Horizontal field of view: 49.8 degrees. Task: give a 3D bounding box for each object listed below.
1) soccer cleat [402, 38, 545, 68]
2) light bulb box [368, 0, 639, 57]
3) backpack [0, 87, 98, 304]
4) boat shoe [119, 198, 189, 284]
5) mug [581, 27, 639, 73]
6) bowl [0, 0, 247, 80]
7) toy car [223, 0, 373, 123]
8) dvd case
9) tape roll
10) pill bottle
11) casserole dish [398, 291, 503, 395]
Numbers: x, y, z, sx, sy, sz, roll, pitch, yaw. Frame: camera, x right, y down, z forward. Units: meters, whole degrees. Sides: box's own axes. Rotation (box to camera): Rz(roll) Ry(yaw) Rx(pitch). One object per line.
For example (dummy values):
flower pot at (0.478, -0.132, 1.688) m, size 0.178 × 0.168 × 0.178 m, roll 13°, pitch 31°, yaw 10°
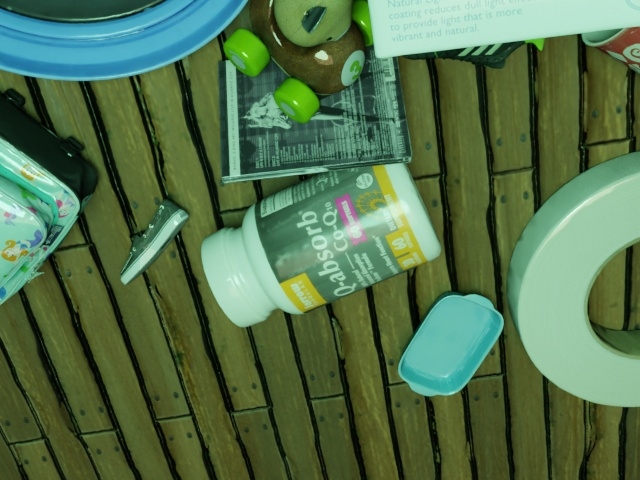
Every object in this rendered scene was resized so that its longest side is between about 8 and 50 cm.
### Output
soccer cleat at (0.185, -0.236, 0.829) m, size 0.178 × 0.060 × 0.072 m, roll -13°, pitch 128°, yaw 5°
light bulb box at (0.147, -0.380, 0.574) m, size 0.225 × 0.358 × 0.361 m, roll -4°, pitch 117°, yaw 14°
backpack at (-0.434, -0.035, 0.854) m, size 0.225 × 0.191 × 0.253 m, roll 39°, pitch 114°, yaw -19°
boat shoe at (-0.236, 0.002, 0.948) m, size 0.040 × 0.049 × 0.142 m, roll 43°, pitch 108°, yaw 1°
mug at (0.419, -0.249, 0.797) m, size 0.169 × 0.113 × 0.150 m, roll 27°, pitch 114°, yaw -17°
bowl at (-0.240, -0.319, 0.661) m, size 0.390 × 0.077 × 0.391 m, roll -13°, pitch 151°, yaw -7°
toy car at (0.004, -0.231, 0.724) m, size 0.149 × 0.188 × 0.155 m, roll 42°, pitch 79°, yaw -14°
dvd case at (-0.011, -0.155, 0.823) m, size 0.221 × 0.165 × 0.018 m, roll -6°, pitch 158°, yaw 2°
tape roll at (0.464, 0.063, 0.971) m, size 0.391 × 0.072 × 0.392 m, roll 0°, pitch 116°, yaw 0°
pill bottle at (0.000, 0.000, 0.882) m, size 0.278 × 0.162 × 0.162 m, roll -24°, pitch 114°, yaw 10°
casserole dish at (0.191, 0.150, 1.028) m, size 0.114 × 0.037 × 0.188 m, roll 22°, pitch 113°, yaw -11°
